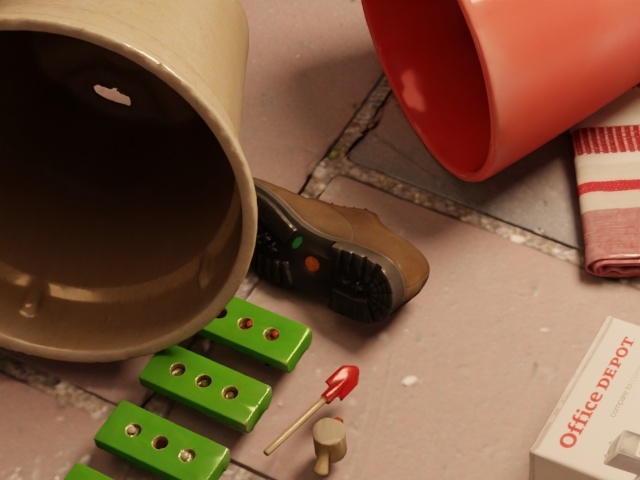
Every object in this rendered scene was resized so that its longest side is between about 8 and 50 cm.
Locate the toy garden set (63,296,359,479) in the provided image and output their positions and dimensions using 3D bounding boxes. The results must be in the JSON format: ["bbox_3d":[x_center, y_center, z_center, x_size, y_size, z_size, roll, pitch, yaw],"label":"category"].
[{"bbox_3d":[-0.070,0.173,1.295,0.203,0.049,0.244,21,56,21],"label":"toy garden set"}]

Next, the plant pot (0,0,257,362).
[{"bbox_3d":[-0.194,-0.116,1.372,0.333,0.334,0.305,4,36,7],"label":"plant pot"}]

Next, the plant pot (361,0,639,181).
[{"bbox_3d":[0.196,-0.221,1.436,0.243,0.275,0.275,-24,54,-13],"label":"plant pot"}]

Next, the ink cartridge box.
[{"bbox_3d":[0.290,0.169,1.216,0.218,0.092,0.158,18,52,27],"label":"ink cartridge box"}]

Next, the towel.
[{"bbox_3d":[0.355,-0.103,1.486,0.237,0.037,0.329,-3,50,5],"label":"towel"}]

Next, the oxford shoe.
[{"bbox_3d":[0.000,0.000,1.416,0.227,0.083,0.096,31,36,28],"label":"oxford shoe"}]
